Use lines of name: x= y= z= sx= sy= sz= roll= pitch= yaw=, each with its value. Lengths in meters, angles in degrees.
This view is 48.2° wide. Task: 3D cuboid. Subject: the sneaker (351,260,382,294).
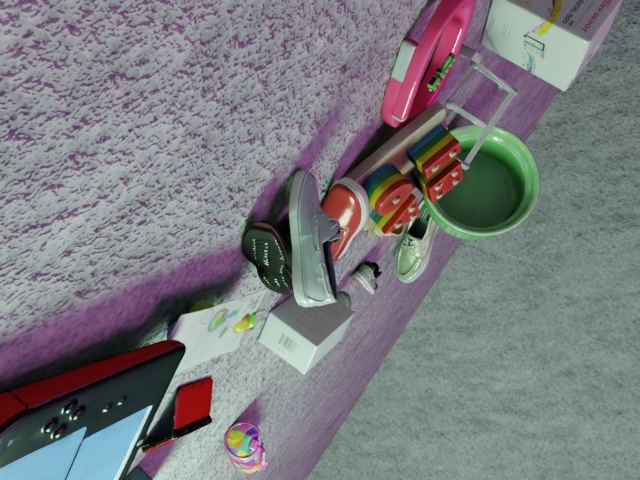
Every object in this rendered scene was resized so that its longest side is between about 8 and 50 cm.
sneaker: x=0.139 y=0.099 z=1.993 sx=0.075 sy=0.063 sz=0.170 roll=-49 pitch=159 yaw=0

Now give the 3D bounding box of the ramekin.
ramekin: x=0.415 y=-0.144 z=1.908 sx=0.303 sy=0.303 sz=0.148 roll=-53 pitch=171 yaw=-9

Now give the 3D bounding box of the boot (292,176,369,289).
boot: x=0.000 y=0.000 z=1.373 sx=0.176 sy=0.088 sz=0.244 roll=-42 pitch=163 yaw=-34

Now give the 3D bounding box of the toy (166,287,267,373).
toy: x=-0.189 y=0.138 z=1.144 sx=0.237 sy=0.056 sz=0.137 roll=-8 pitch=131 yaw=-60

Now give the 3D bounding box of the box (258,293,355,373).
box: x=-0.028 y=0.188 z=1.572 sx=0.170 sy=0.130 sz=0.091 roll=-33 pitch=152 yaw=-52

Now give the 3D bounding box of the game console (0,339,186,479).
game console: x=-0.357 y=0.319 z=0.950 sx=0.342 sy=0.060 sz=0.386 roll=-10 pitch=134 yaw=-57

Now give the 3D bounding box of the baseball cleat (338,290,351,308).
baseball cleat: x=0.007 y=0.223 z=1.852 sx=0.206 sy=0.072 sz=0.109 roll=-62 pitch=156 yaw=9

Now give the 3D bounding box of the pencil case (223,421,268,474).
pencil case: x=-0.191 y=0.544 z=1.866 sx=0.104 sy=0.104 sz=0.236 roll=-49 pitch=162 yaw=-20

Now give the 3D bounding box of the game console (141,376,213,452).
game console: x=-0.272 y=0.333 z=1.372 sx=0.124 sy=0.085 sz=0.144 roll=-27 pitch=170 yaw=16

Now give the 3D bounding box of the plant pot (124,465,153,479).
plant pot: x=-0.313 y=0.587 z=1.355 sx=0.166 sy=0.234 sz=0.165 roll=-45 pitch=161 yaw=-30

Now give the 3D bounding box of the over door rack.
over door rack: x=0.321 y=-0.310 z=1.672 sx=0.324 sy=0.108 sz=0.239 roll=11 pitch=114 yaw=-57

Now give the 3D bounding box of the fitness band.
fitness band: x=0.205 y=-0.335 z=1.350 sx=0.209 sy=0.054 sz=0.291 roll=-42 pitch=160 yaw=-39

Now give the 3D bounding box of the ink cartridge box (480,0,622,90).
ink cartridge box: x=0.514 y=-0.491 z=1.602 sx=0.171 sy=0.233 sz=0.168 roll=-50 pitch=163 yaw=-19

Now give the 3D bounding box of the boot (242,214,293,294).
boot: x=-0.067 y=-0.012 z=1.218 sx=0.198 sy=0.077 sz=0.137 roll=84 pitch=26 yaw=-60

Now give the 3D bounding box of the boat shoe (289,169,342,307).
boat shoe: x=-0.002 y=-0.004 z=1.181 sx=0.079 sy=0.081 sz=0.227 roll=4 pitch=83 yaw=-74

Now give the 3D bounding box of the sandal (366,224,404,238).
sandal: x=0.169 y=-0.041 z=1.775 sx=0.088 sy=0.079 sz=0.240 roll=-52 pitch=164 yaw=-12

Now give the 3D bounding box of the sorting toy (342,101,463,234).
sorting toy: x=0.185 y=-0.124 z=1.500 sx=0.255 sy=0.089 sz=0.257 roll=-40 pitch=158 yaw=-2

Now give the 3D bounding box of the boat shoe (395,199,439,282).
boat shoe: x=0.294 y=-0.008 z=2.198 sx=0.094 sy=0.109 sz=0.302 roll=-2 pitch=118 yaw=-51

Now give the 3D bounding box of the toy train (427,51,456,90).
toy train: x=0.226 y=-0.316 z=1.333 sx=0.083 sy=0.017 sz=0.024 roll=-57 pitch=155 yaw=-4
